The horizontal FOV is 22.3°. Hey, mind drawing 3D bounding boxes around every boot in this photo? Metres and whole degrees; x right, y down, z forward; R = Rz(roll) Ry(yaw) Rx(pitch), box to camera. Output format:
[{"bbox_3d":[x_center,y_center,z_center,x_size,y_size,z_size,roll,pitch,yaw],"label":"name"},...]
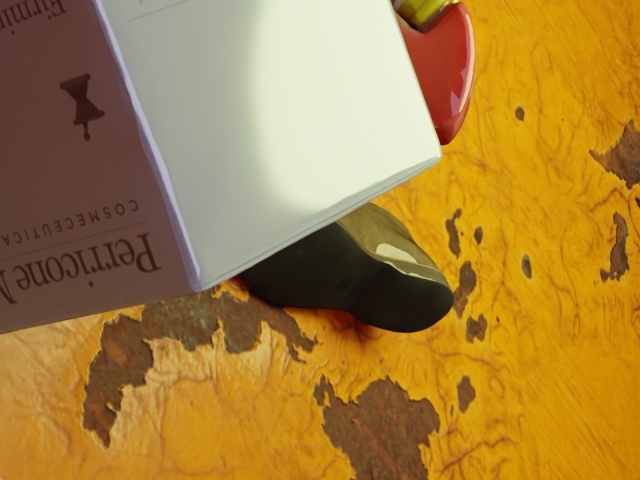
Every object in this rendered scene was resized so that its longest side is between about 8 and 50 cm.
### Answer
[{"bbox_3d":[0.000,0.000,1.643,0.305,0.112,0.115,24,33,-39],"label":"boot"}]

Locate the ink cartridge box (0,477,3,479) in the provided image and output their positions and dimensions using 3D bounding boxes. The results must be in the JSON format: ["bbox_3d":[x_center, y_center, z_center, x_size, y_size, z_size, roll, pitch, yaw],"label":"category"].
[{"bbox_3d":[-0.301,0.203,1.255,0.122,0.052,0.088,50,48,-27],"label":"ink cartridge box"}]

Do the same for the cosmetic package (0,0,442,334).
[{"bbox_3d":[-0.169,-0.169,1.285,0.327,0.329,0.393,-30,103,-48],"label":"cosmetic package"}]

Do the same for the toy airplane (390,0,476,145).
[{"bbox_3d":[0.028,-0.312,1.525,0.384,0.272,0.386,66,-4,-29],"label":"toy airplane"}]
